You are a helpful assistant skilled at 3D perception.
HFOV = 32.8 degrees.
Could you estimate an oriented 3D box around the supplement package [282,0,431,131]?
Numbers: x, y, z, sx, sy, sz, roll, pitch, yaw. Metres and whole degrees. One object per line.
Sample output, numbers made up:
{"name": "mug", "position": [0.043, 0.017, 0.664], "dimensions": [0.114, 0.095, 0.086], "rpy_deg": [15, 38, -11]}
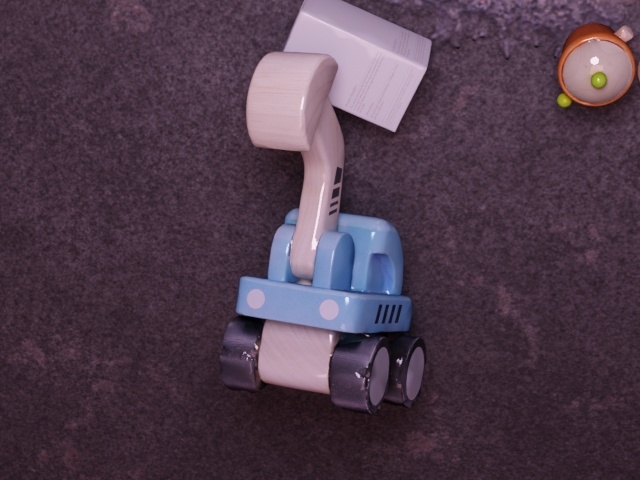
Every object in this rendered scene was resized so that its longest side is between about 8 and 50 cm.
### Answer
{"name": "supplement package", "position": [0.043, -0.240, 1.435], "dimensions": [0.179, 0.105, 0.105], "rpy_deg": [24, 123, -5]}

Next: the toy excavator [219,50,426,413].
{"name": "toy excavator", "position": [0.000, 0.000, 1.480], "dimensions": [0.222, 0.433, 0.445], "rpy_deg": [6, 88, 23]}

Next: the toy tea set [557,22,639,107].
{"name": "toy tea set", "position": [0.400, -0.301, 1.329], "dimensions": [0.200, 0.124, 0.336], "rpy_deg": [3, 120, 8]}
